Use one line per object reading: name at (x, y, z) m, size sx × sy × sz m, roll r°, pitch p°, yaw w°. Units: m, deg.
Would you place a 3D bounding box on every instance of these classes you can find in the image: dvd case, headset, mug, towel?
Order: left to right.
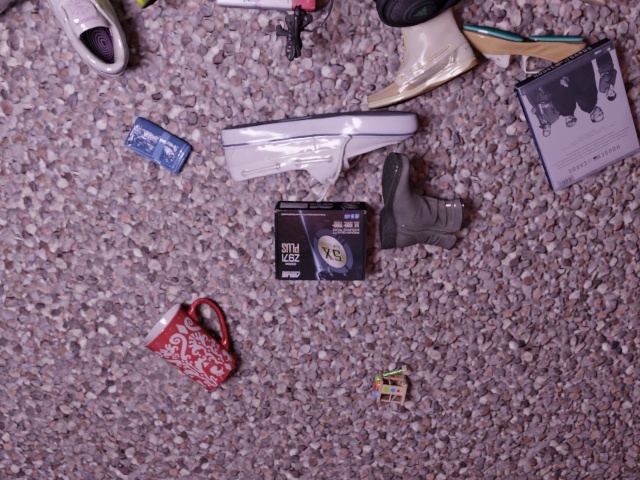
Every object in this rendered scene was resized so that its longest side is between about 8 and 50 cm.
towel at (-0.318, -0.186, 1.191) m, size 0.120 × 0.029 × 0.067 m, roll 30°, pitch 104°, yaw -8°
mug at (-0.256, 0.216, 1.274) m, size 0.150 × 0.113 × 0.169 m, roll -42°, pitch 105°, yaw 14°
headset at (0.099, -0.445, 1.017) m, size 0.394 × 0.185 × 0.243 m, roll -38°, pitch 82°, yaw -17°
dvd case at (0.483, -0.227, 1.139) m, size 0.179 × 0.029 × 0.238 m, roll -27°, pitch 120°, yaw 9°

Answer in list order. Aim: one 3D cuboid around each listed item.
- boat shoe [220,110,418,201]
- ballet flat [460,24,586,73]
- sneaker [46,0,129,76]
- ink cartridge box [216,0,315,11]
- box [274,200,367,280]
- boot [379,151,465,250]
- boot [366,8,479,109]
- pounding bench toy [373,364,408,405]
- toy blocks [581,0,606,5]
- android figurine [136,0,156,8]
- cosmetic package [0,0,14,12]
boat shoe at (0.001, -0.153, 1.142) m, size 0.368 × 0.136 × 0.156 m, roll -6°, pitch 106°, yaw 5°
ballet flat at (0.364, -0.343, 1.110) m, size 0.233 × 0.080 × 0.073 m, roll 6°, pitch 118°, yaw -1°
sneaker at (-0.408, -0.423, 1.033) m, size 0.114 × 0.152 × 0.305 m, roll -30°, pitch 119°, yaw -9°
ink cartridge box at (-0.094, -0.475, 1.076) m, size 0.175 × 0.072 × 0.127 m, roll 2°, pitch 108°, yaw -1°
box at (0.000, 0.000, 1.218) m, size 0.180 × 0.077 × 0.147 m, roll 1°, pitch 108°, yaw 0°
boot at (0.198, -0.074, 1.162) m, size 0.161 × 0.083 × 0.246 m, roll -2°, pitch 140°, yaw 0°
boot at (0.158, -0.345, 1.111) m, size 0.213 × 0.077 × 0.165 m, roll -22°, pitch 97°, yaw 24°
pounding bench toy at (0.152, 0.305, 1.323) m, size 0.065 × 0.052 × 0.083 m, roll 8°, pitch 107°, yaw -1°
toy blocks at (0.471, -0.504, 1.069) m, size 0.123 × 0.054 × 0.148 m, roll 16°, pitch 106°, yaw -3°
android figurine at (-0.333, -0.535, 1.016) m, size 0.248 × 0.056 × 0.272 m, roll -41°, pitch 107°, yaw -25°
cosmetic package at (-0.576, -0.414, 1.026) m, size 0.239 × 0.099 × 0.060 m, roll -7°, pitch 110°, yaw 42°
